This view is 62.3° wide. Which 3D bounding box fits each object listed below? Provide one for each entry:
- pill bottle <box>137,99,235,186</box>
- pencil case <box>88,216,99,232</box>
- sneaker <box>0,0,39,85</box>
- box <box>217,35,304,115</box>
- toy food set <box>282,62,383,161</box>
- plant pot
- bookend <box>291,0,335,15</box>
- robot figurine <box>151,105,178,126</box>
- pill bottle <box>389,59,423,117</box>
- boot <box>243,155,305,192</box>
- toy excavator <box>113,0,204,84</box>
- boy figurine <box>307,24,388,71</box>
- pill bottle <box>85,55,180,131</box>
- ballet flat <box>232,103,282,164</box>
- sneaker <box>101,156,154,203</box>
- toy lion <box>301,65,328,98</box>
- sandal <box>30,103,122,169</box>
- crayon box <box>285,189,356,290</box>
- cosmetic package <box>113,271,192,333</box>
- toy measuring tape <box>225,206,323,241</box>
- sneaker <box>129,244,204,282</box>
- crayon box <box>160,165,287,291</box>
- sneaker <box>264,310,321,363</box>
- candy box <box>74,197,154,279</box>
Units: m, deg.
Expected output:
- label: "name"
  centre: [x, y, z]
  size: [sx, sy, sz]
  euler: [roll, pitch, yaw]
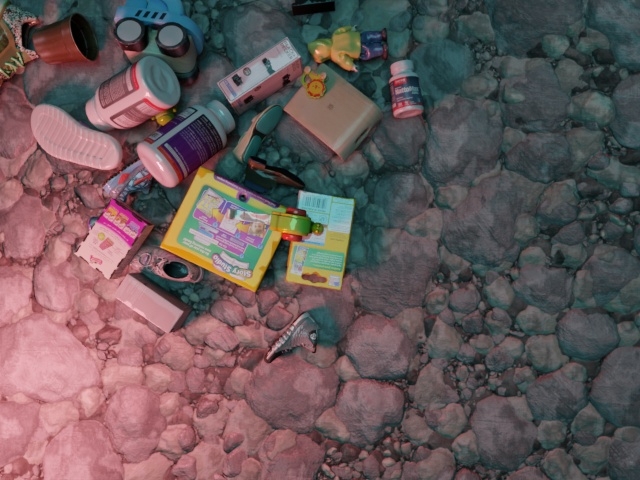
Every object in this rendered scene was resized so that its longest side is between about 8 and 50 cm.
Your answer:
- label: "pill bottle"
  centre: [-0.452, -0.341, 1.818]
  size: [0.181, 0.181, 0.323]
  euler: [46, 68, 3]
- label: "pencil case"
  centre: [-0.745, -0.051, 1.895]
  size: [0.151, 0.064, 0.070]
  euler: [2, 62, 2]
- label: "sneaker"
  centre: [-1.123, -0.665, 1.904]
  size: [0.182, 0.158, 0.410]
  euler: [12, 93, -15]
- label: "box"
  centre: [-0.203, -0.569, 1.853]
  size: [0.290, 0.169, 0.087]
  euler: [-34, 87, -1]
- label: "toy food set"
  centre: [0.040, -0.459, 1.891]
  size: [0.306, 0.092, 0.220]
  euler: [41, 89, 11]
- label: "plant pot"
  centre: [-0.913, -0.708, 1.889]
  size: [0.165, 0.167, 0.167]
  euler: [-9, 87, 10]
- label: "bookend"
  centre: [-0.032, -0.911, 1.911]
  size: [0.157, 0.072, 0.156]
  euler: [-7, 86, 2]
- label: "robot figurine"
  centre: [-0.565, -0.466, 1.907]
  size: [0.101, 0.067, 0.115]
  euler: [-18, 87, 6]
- label: "pill bottle"
  centre: [0.299, -0.534, 1.869]
  size: [0.108, 0.108, 0.180]
  euler: [-9, 87, 1]
- label: "boot"
  centre: [-0.170, -0.210, 1.897]
  size: [0.219, 0.082, 0.106]
  euler: [26, 112, -4]
- label: "toy excavator"
  centre: [-0.608, -0.819, 1.879]
  size: [0.432, 0.222, 0.445]
  euler: [9, 74, 2]
- label: "boy figurine"
  centre: [0.099, -0.680, 1.887]
  size: [0.285, 0.092, 0.177]
  euler: [-7, 81, 2]
- label: "pill bottle"
  centre: [-0.650, -0.486, 1.812]
  size: [0.318, 0.176, 0.176]
  euler: [-16, 87, 29]
- label: "ballet flat"
  centre: [-0.232, -0.390, 1.894]
  size: [0.086, 0.086, 0.248]
  euler: [34, 90, 3]
- label: "sneaker"
  centre: [-0.642, -0.229, 1.900]
  size: [0.262, 0.104, 0.125]
  euler: [-35, 114, -6]
- label: "toy lion"
  centre: [-0.023, -0.547, 1.851]
  size: [0.100, 0.034, 0.096]
  euler: [25, 93, 13]
- label: "sandal"
  centre: [-0.867, -0.355, 1.897]
  size: [0.416, 0.102, 0.169]
  euler: [29, 103, 16]
- label: "crayon box"
  centre: [0.000, 0.000, 1.865]
  size: [0.203, 0.083, 0.323]
  euler: [9, 87, 2]
- label: "cosmetic package"
  centre: [-0.580, 0.216, 1.849]
  size: [0.238, 0.127, 0.107]
  euler: [31, 89, 1]
- label: "toy measuring tape"
  centre: [-0.149, -0.064, 1.752]
  size: [0.330, 0.121, 0.121]
  euler: [10, 88, -8]
- label: "sneaker"
  centre: [-0.553, 0.077, 1.858]
  size: [0.281, 0.115, 0.105]
  euler: [12, 88, 2]
- label: "crayon box"
  centre: [-0.319, -0.038, 1.855]
  size: [0.362, 0.106, 0.313]
  euler: [26, 89, -2]
- label: "sneaker"
  centre: [-0.084, 0.369, 1.851]
  size: [0.132, 0.086, 0.229]
  euler: [42, 88, 0]
- label: "candy box"
  centre: [-0.707, -0.004, 1.821]
  size: [0.159, 0.071, 0.233]
  euler: [36, 92, 6]
